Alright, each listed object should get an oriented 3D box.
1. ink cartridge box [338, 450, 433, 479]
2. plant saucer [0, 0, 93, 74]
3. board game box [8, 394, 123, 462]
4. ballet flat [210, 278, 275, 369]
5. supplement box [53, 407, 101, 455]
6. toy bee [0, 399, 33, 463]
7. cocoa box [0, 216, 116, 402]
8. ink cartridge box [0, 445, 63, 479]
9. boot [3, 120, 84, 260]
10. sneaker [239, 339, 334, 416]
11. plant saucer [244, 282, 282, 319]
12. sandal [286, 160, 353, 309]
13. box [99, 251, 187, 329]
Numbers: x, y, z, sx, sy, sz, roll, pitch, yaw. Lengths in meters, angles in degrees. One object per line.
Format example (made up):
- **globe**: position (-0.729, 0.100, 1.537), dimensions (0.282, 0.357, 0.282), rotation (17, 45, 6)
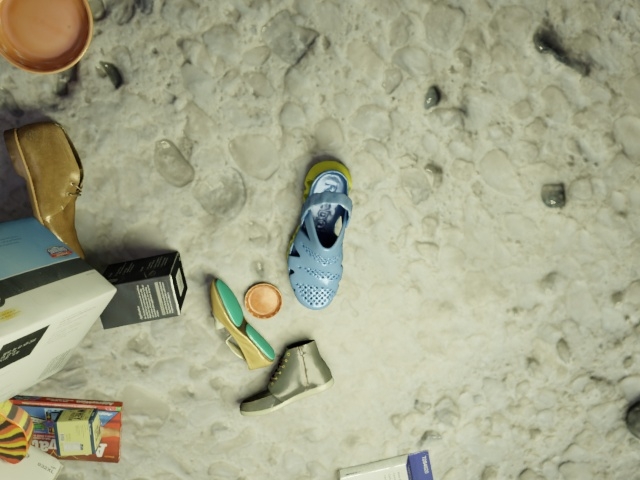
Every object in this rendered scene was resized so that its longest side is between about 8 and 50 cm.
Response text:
- **ink cartridge box**: position (0.173, 0.631, 1.658), dimensions (0.224, 0.045, 0.223), rotation (-13, 105, -1)
- **plant saucer**: position (-0.535, -0.421, 1.320), dimensions (0.200, 0.037, 0.200), rotation (-1, 105, -5)
- **board game box**: position (-0.592, 0.424, 1.550), dimensions (0.281, 0.027, 0.145), rotation (5, 106, -6)
- **ballet flat**: position (-0.188, 0.191, 1.495), dimensions (0.073, 0.080, 0.232), rotation (-29, 105, 15)
- **supplement box**: position (-0.531, 0.420, 1.509), dimensions (0.083, 0.056, 0.083), rotation (-2, 104, -4)
- **toy bee**: position (-0.701, 0.331, 1.393), dimensions (0.298, 0.195, 0.162), rotation (30, 106, -39)
- **cocoa box**: position (-0.571, 0.128, 1.179), dimensions (0.228, 0.347, 0.231), rotation (40, 105, 4)
- **ink cartridge box**: position (-0.751, 0.577, 1.508), dimensions (0.223, 0.129, 0.307), rotation (34, 107, -11)
- **boot**: position (-0.520, -0.089, 1.382), dimensions (0.115, 0.112, 0.305), rotation (-19, 104, -10)
- **sneaker**: position (-0.092, 0.305, 1.540), dimensions (0.222, 0.083, 0.118), rotation (-22, 95, -1)
- **plant saucer**: position (-0.125, 0.133, 1.515), dimensions (0.083, 0.013, 0.083), rotation (-1, 104, -5)
- **sandal**: position (0.000, 0.000, 1.428), dimensions (0.126, 0.138, 0.317), rotation (3, 107, -8)
- **box**: position (-0.365, 0.100, 1.413), dimensions (0.158, 0.156, 0.093), rotation (-10, 107, -2)
